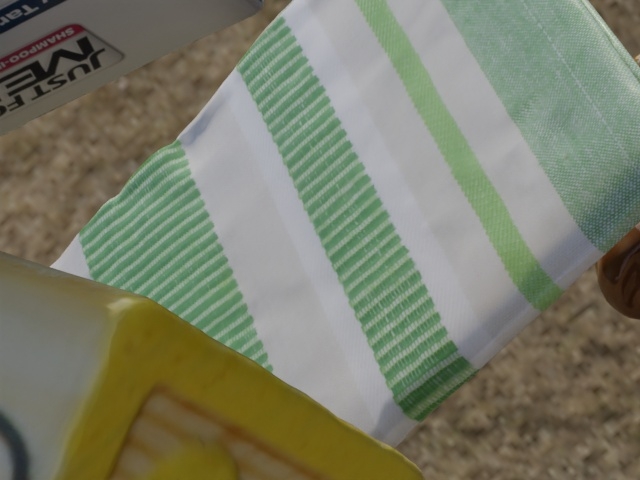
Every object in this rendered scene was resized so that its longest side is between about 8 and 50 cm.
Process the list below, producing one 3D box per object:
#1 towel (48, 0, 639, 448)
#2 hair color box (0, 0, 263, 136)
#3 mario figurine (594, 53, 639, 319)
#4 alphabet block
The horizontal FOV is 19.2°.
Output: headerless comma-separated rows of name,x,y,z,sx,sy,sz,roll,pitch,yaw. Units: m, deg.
towel,0.000,0.000,0.838,0.325,0.038,0.248,-46,42,21
hair color box,-0.173,-0.135,0.552,0.174,0.347,0.105,-24,67,16
mario figurine,0.221,0.044,0.706,0.170,0.198,0.320,-52,49,-3
alphabet block,-0.116,0.107,0.600,0.197,0.193,0.192,17,80,34
